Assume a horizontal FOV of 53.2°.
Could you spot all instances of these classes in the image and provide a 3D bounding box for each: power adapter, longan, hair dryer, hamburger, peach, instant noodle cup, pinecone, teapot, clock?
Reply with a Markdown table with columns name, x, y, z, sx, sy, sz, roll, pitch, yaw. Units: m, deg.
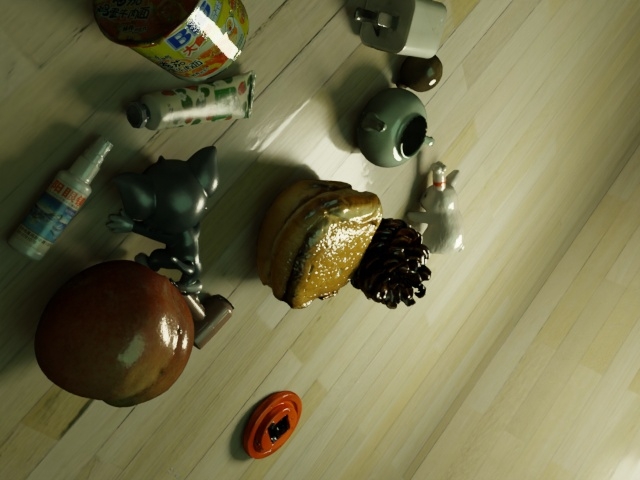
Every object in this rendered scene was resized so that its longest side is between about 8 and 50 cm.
| name | x | y | z | sx | sy | sz | roll | pitch | yaw |
| --- | --- | --- | --- | --- | --- | --- | --- | --- | --- |
| power adapter | 0.157 | -0.466 | 1.364 | 0.205 | 0.130 | 0.125 | -12 | 123 | -49 |
| longan | 0.238 | -0.403 | 1.548 | 0.119 | 0.106 | 0.106 | -31 | 155 | 26 |
| hair dryer | -0.259 | 0.132 | 1.315 | 0.117 | 0.064 | 0.181 | -48 | 138 | -20 |
| hamburger | -0.005 | 0.004 | 1.442 | 0.304 | 0.174 | 0.284 | -3 | 117 | -51 |
| peach | -0.337 | 0.153 | 1.075 | 0.252 | 0.252 | 0.252 | -31 | 135 | -37 |
| instant noodle cup | -0.212 | -0.340 | 0.946 | 0.205 | 0.205 | 0.153 | -59 | 155 | -4 |
| pinecone | 0.169 | 0.053 | 1.645 | 0.224 | 0.272 | 0.224 | -3 | 115 | -6 |
| teapot | 0.180 | -0.265 | 1.531 | 0.294 | 0.129 | 0.193 | 2 | 112 | -52 |
| clock | -0.126 | 0.503 | 1.741 | 0.205 | 0.051 | 0.205 | -32 | 137 | -36 |

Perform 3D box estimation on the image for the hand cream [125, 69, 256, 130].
| name | x | y | z | sx | sy | sz | roll | pitch | yaw |
| --- | --- | --- | --- | --- | --- | --- | --- | --- | --- |
| hand cream | -0.213 | -0.239 | 1.120 | 0.276 | 0.059 | 0.095 | -25 | 134 | -46 |

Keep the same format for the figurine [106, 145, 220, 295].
| name | x | y | z | sx | sy | sz | roll | pitch | yaw |
| --- | --- | --- | --- | --- | --- | --- | --- | --- | --- |
| figurine | -0.269 | -0.023 | 1.127 | 0.193 | 0.140 | 0.265 | -11 | 99 | -27 |

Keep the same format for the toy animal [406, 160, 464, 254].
| name | x | y | z | sx | sy | sz | roll | pitch | yaw |
| --- | --- | --- | --- | --- | --- | --- | --- | --- | --- |
| toy animal | 0.341 | -0.098 | 1.868 | 0.140 | 0.138 | 0.282 | -28 | 111 | -49 |

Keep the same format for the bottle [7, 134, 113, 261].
| name | x | y | z | sx | sy | sz | roll | pitch | yaw |
| --- | --- | --- | --- | --- | --- | --- | --- | --- | --- |
| bottle | -0.398 | -0.070 | 0.997 | 0.217 | 0.060 | 0.060 | -57 | 145 | -9 |
